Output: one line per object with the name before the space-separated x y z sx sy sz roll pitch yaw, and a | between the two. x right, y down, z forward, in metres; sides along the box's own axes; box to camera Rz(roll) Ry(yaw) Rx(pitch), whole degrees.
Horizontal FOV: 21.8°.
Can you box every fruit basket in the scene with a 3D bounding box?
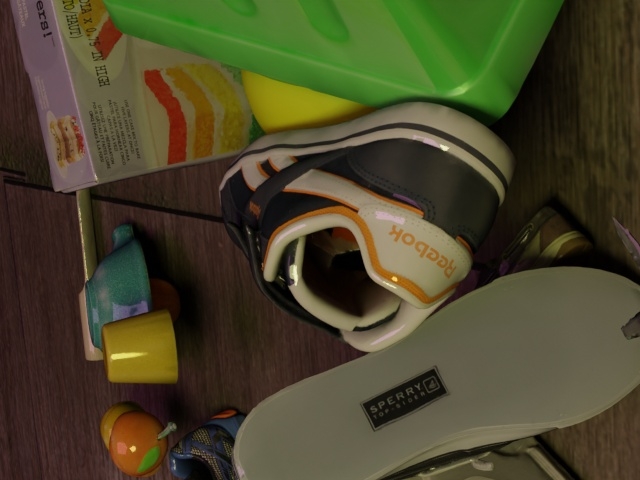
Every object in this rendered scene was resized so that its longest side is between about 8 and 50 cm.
fruit basket | 0.027 -0.191 1.157 0.392 0.392 0.283 17 76 49

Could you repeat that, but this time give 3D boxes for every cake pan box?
cake pan box | -0.120 -0.189 1.306 0.070 0.246 0.266 -10 92 51

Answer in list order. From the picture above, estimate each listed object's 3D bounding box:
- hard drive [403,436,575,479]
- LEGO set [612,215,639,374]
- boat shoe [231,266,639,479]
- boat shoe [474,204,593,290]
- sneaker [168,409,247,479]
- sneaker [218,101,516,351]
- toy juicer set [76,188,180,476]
hard drive | 0.131 0.271 1.142 0.339 0.237 0.064 47 142 33
LEGO set | 0.261 0.133 0.910 0.331 0.192 0.255 60 167 15
boat shoe | 0.086 0.110 1.141 0.113 0.306 0.105 62 172 10
boat shoe | 0.140 0.033 1.210 0.152 0.056 0.049 -49 58 37
sneaker | -0.066 0.259 1.519 0.221 0.087 0.083 51 137 29
sneaker | 0.000 0.000 1.115 0.321 0.126 0.127 -19 42 64
toy juicer set | -0.179 0.097 1.617 0.329 0.090 0.209 -119 25 -59
